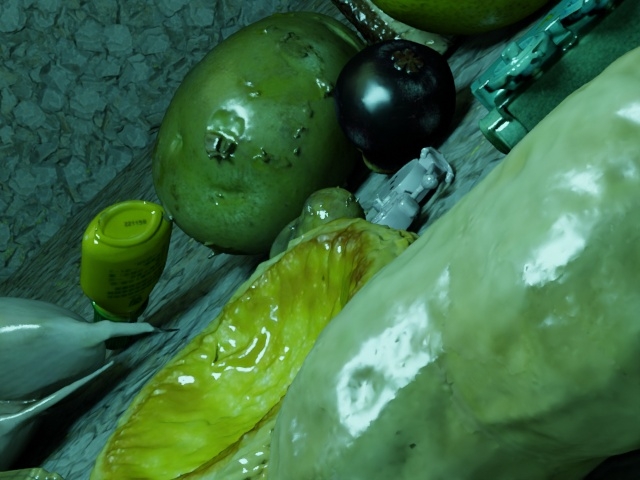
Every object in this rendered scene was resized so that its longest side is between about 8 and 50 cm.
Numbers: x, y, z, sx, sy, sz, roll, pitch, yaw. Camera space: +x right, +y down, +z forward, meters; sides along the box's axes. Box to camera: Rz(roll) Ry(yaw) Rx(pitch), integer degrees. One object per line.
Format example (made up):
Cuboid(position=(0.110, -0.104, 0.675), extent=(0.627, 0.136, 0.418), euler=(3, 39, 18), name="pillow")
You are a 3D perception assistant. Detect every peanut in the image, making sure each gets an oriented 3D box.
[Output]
Cuboid(position=(0.124, 0.047, 0.714), extent=(0.387, 0.169, 0.192), euler=(-43, 18, 20), name="peanut")

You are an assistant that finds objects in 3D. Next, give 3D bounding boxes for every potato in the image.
Cuboid(position=(0.000, 0.000, 1.372), extent=(0.138, 0.070, 0.092), euler=(-44, 21, 59), name="potato")
Cuboid(position=(-0.047, -0.149, 1.623), extent=(0.270, 0.219, 0.359), euler=(-47, 6, 45), name="potato")

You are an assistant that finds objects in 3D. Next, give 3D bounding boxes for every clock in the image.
Cuboid(position=(0.082, -0.042, 1.327), extent=(0.087, 0.041, 0.129), euler=(-42, 9, 25), name="clock")

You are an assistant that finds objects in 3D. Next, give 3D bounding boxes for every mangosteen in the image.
Cuboid(position=(0.075, -0.137, 1.479), extent=(0.151, 0.137, 0.137), euler=(102, -166, -45), name="mangosteen")

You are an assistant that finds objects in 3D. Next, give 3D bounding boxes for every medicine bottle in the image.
Cuboid(position=(-0.245, 0.053, 1.711), extent=(0.111, 0.076, 0.309), euler=(-19, -24, -21), name="medicine bottle")

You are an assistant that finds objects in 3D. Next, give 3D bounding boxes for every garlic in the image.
Cuboid(position=(-0.373, 0.197, 1.692), extent=(0.340, 0.246, 0.231), euler=(-21, 58, 43), name="garlic")

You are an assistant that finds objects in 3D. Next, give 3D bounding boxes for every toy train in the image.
Cuboid(position=(0.214, -0.149, 1.144), extent=(0.198, 0.107, 0.154), euler=(-42, 7, 11), name="toy train")

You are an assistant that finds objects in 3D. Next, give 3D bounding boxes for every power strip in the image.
Cuboid(position=(-0.330, 0.281, 1.510), extent=(0.044, 0.064, 0.305), euler=(-55, 17, -27), name="power strip")

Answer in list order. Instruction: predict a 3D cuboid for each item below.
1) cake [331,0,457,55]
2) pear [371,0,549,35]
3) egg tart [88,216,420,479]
Cuboid(position=(0.070, -0.315, 1.752), extent=(0.112, 0.246, 0.135), euler=(-45, -5, 1), name="cake")
Cuboid(position=(0.161, -0.364, 1.554), extent=(0.294, 0.294, 0.294), euler=(-41, 15, 13), name="pear")
Cuboid(position=(-0.022, 0.122, 0.984), extent=(0.319, 0.128, 0.319), euler=(-39, 17, 14), name="egg tart")
